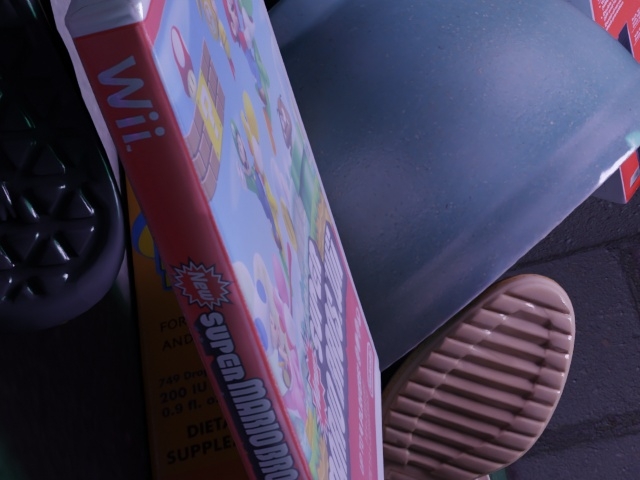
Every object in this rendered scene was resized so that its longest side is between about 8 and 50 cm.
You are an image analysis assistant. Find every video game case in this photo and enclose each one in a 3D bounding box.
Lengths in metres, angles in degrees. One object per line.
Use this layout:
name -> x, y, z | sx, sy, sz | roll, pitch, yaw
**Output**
video game case -> -0.020, 0.000, 0.540 | 0.204, 0.025, 0.285 | -89, 163, -57

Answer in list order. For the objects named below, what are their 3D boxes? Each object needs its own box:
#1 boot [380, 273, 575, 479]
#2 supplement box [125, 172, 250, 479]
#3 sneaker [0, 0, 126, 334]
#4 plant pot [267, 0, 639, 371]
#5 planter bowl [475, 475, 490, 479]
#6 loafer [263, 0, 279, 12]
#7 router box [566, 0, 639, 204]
boot -> 0.058, 0.091, 0.891 | 0.090, 0.248, 0.207 | 28, 18, -12
supplement box -> -0.044, 0.035, 0.694 | 0.080, 0.078, 0.233 | 58, 18, -56
sneaker -> -0.124, -0.079, 0.434 | 0.097, 0.084, 0.234 | -155, -130, -74
plant pot -> 0.042, -0.064, 0.878 | 0.196, 0.293, 0.293 | 49, 9, 0
planter bowl -> 0.082, 0.240, 1.063 | 0.162, 0.109, 0.162 | -15, 90, -83
loafer -> -0.033, -0.127, 1.018 | 0.084, 0.096, 0.267 | -102, 172, -60
router box -> 0.070, -0.186, 1.033 | 0.082, 0.335, 0.301 | -57, 148, -23
